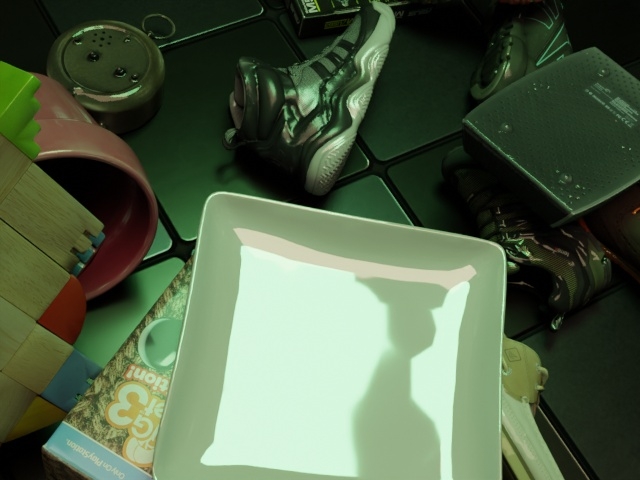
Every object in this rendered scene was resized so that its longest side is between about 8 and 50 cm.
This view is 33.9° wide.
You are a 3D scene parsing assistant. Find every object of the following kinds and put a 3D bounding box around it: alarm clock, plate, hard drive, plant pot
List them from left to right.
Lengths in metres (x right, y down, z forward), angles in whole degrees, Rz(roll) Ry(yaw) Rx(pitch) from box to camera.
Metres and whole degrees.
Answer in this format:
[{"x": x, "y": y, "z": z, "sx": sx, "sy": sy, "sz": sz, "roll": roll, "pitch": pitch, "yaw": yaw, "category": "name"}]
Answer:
[{"x": -0.277, "y": -0.061, "z": 1.019, "sx": 0.201, "sy": 0.201, "sz": 0.180, "roll": -14, "pitch": 48, "yaw": -19, "category": "plant pot"}, {"x": -0.228, "y": -0.198, "z": 1.177, "sx": 0.129, "sy": 0.064, "sz": 0.192, "roll": 32, "pitch": 56, "yaw": 8, "category": "alarm clock"}, {"x": 0.017, "y": 0.103, "z": 0.886, "sx": 0.278, "sy": 0.045, "sz": 0.277, "roll": 10, "pitch": 59, "yaw": -5, "category": "plate"}, {"x": 0.279, "y": -0.113, "z": 1.143, "sx": 0.254, "sy": 0.054, "sz": 0.172, "roll": -30, "pitch": 65, "yaw": -37, "category": "hard drive"}]

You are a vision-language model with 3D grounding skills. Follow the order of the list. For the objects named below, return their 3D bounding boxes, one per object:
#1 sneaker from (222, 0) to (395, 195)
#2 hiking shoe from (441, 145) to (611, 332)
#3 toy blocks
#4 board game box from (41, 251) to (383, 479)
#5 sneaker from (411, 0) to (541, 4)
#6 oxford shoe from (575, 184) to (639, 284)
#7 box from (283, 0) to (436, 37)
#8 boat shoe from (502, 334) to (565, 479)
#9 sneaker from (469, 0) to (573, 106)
[{"x": -0.015, "y": -0.187, "z": 1.185, "sx": 0.153, "sy": 0.101, "sz": 0.269, "roll": 21, "pitch": 60, "yaw": -1, "category": "sneaker"}, {"x": 0.204, "y": -0.009, "z": 1.133, "sx": 0.227, "sy": 0.086, "sz": 0.114, "roll": 44, "pitch": 58, "yaw": 14, "category": "hiking shoe"}, {"x": -0.293, "y": 0.081, "z": 0.846, "sx": 0.190, "sy": 0.261, "sz": 0.381, "roll": 24, "pitch": 74, "yaw": 38, "category": "toy blocks"}, {"x": -0.067, "y": 0.154, "z": 0.949, "sx": 0.232, "sy": 0.141, "sz": 0.291, "roll": 30, "pitch": 58, "yaw": 7, "category": "board game box"}, {"x": 0.200, "y": -0.340, "z": 1.249, "sx": 0.225, "sy": 0.088, "sz": 0.093, "roll": 6, "pitch": 44, "yaw": 21, "category": "sneaker"}, {"x": 0.370, "y": -0.008, "z": 1.158, "sx": 0.097, "sy": 0.098, "sz": 0.271, "roll": -26, "pitch": 67, "yaw": -23, "category": "oxford shoe"}, {"x": 0.031, "y": -0.351, "z": 1.328, "sx": 0.184, "sy": 0.045, "sz": 0.191, "roll": -14, "pitch": 64, "yaw": -16, "category": "box"}, {"x": 0.169, "y": 0.141, "z": 1.021, "sx": 0.103, "sy": 0.113, "sz": 0.302, "roll": -22, "pitch": 66, "yaw": -17, "category": "boat shoe"}, {"x": 0.258, "y": -0.243, "z": 1.295, "sx": 0.106, "sy": 0.101, "sz": 0.267, "roll": 30, "pitch": 57, "yaw": -16, "category": "sneaker"}]
